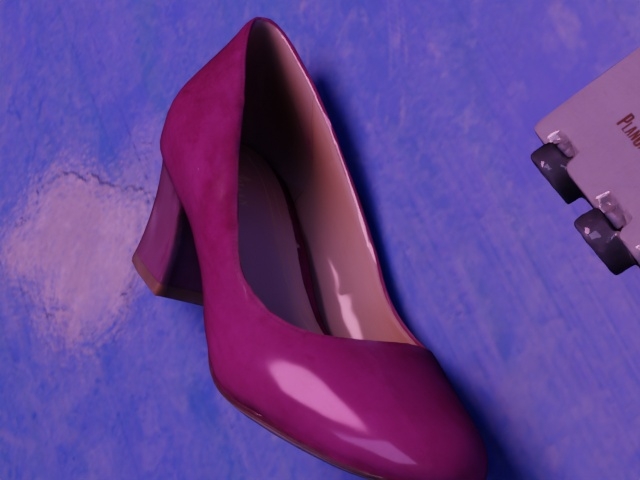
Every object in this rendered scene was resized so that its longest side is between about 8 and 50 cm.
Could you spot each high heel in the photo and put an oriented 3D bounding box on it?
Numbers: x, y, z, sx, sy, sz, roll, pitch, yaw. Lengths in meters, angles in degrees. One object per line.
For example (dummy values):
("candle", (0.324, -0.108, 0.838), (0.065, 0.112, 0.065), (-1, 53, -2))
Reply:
("high heel", (0.000, 0.000, 1.077), (0.377, 0.127, 0.181), (37, 109, 49))

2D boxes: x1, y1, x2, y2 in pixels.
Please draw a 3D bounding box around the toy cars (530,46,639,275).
("toy cars", (0.249, -0.036, 0.877), (0.394, 0.087, 0.176), (-9, 38, 50))
